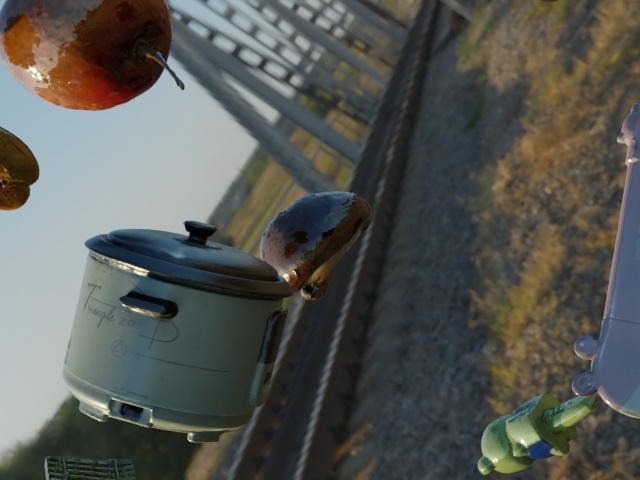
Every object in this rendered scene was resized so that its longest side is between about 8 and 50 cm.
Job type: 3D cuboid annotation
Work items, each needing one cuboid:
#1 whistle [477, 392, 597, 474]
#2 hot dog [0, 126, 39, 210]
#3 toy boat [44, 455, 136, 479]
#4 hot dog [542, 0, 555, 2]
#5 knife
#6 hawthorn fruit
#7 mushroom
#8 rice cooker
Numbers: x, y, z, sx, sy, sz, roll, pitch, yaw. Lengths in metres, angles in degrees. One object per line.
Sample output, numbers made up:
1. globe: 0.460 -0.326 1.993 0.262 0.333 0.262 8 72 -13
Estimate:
1. whistle: 0.314 0.276 1.662 0.227 0.085 0.105 -38 2 42
2. hot dog: -0.362 -0.088 1.197 0.090 0.140 0.060 -54 27 32
3. toy boat: -0.297 0.303 1.486 0.063 0.115 0.016 -121 43 -58
4. hot dog: 0.294 -0.458 1.318 0.196 0.367 0.366 -138 49 -58
5. knife: 0.395 0.019 1.401 0.038 0.132 0.399 69 -148 -72
6. hawthorn fruit: -0.316 -0.295 1.617 0.231 0.262 0.235 128 153 -63
7. mushroom: -0.012 -0.008 1.929 0.194 0.138 0.231 -60 -8 13
8. rice cooker: -0.162 0.090 1.301 0.280 0.241 0.227 -2 -74 -78
